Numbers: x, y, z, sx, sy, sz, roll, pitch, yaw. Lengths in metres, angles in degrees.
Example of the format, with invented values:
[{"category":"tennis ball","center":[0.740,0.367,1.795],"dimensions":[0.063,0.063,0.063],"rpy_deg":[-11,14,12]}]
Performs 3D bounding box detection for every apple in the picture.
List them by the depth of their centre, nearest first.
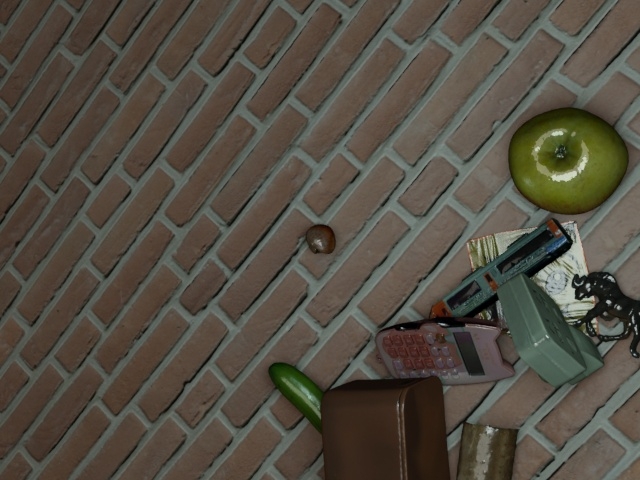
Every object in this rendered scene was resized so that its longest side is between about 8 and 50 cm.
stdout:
[{"category":"apple","center":[0.555,-0.179,1.764],"dimensions":[0.260,0.194,0.261],"rpy_deg":[-1,87,20]}]

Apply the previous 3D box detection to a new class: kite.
[{"category":"kite","center":[0.517,0.091,1.869],"dimensions":[0.377,0.013,0.328],"rpy_deg":[34,100,19]}]

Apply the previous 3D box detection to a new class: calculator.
[{"category":"calculator","center":[0.286,0.266,1.876],"dimensions":[0.329,0.048,0.220],"rpy_deg":[-8,128,24]}]

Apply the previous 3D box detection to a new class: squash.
[{"category":"squash","center":[-0.021,0.421,2.027],"dimensions":[0.292,0.082,0.082],"rpy_deg":[43,103,14]}]

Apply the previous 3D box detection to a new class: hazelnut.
[{"category":"hazelnut","center":[0.000,0.000,2.031],"dimensions":[0.086,0.086,0.086],"rpy_deg":[0,89,21]}]

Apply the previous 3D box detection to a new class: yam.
[{"category":"yam","center":[0.389,0.549,1.848],"dimensions":[0.129,0.128,0.238],"rpy_deg":[0,83,54]}]

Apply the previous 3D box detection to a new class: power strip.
[{"category":"power strip","center":[0.501,0.230,1.756],"dimensions":[0.141,0.229,0.261],"rpy_deg":[-39,121,23]}]

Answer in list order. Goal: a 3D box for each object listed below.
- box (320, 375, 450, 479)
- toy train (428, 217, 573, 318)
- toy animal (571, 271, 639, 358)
[{"category":"box","center":[0.154,0.504,1.867],"dimensions":[0.229,0.239,0.340],"rpy_deg":[-5,88,30]},{"category":"toy train","center":[0.406,0.094,1.857],"dimensions":[0.409,0.086,0.089],"rpy_deg":[-39,72,21]},{"category":"toy animal","center":[0.667,0.162,1.769],"dimensions":[0.232,0.084,0.148],"rpy_deg":[28,92,18]}]
